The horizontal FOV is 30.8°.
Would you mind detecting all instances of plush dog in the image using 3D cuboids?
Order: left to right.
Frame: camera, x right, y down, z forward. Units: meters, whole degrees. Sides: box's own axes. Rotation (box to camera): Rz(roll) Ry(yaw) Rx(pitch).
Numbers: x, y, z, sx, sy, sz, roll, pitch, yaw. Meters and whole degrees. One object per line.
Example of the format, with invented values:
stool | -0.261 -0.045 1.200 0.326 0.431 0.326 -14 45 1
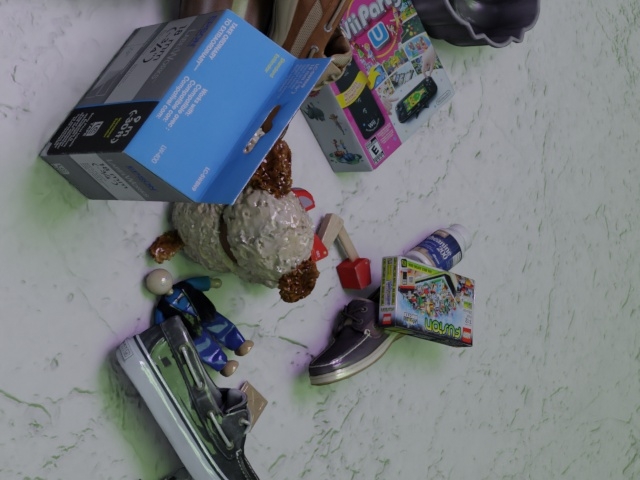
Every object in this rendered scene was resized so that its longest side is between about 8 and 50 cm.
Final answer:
plush dog | -0.100 -0.023 1.600 0.210 0.225 0.263 -28 110 -35

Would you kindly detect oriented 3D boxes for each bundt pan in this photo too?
bundt pan | 0.225 -0.466 1.894 0.330 0.124 0.331 7 81 -46

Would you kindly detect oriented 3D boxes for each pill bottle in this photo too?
pill bottle | 0.200 0.021 1.951 0.120 0.067 0.067 -35 113 -33

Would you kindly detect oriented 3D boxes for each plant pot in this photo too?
plant pot | -0.122 -0.366 1.616 0.167 0.167 0.165 10 92 -39

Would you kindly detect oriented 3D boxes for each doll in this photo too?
doll | -0.178 0.107 1.658 0.189 0.046 0.129 46 69 -24

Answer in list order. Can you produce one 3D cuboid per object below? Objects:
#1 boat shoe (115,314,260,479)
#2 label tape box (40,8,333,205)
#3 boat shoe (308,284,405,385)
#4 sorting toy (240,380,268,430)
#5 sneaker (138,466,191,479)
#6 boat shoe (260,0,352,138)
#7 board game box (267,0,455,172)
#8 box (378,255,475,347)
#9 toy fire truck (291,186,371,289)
boat shoe | -0.151 0.253 1.620 0.119 0.121 0.335 -32 114 -2
label tape box | -0.177 -0.169 1.460 0.106 0.333 0.241 46 64 -31
boat shoe | 0.072 0.132 1.835 0.285 0.102 0.092 -33 105 -39
sorting toy | -0.117 0.259 1.738 0.062 0.012 0.083 52 58 -34
sneaker | -0.229 0.349 1.634 0.069 0.038 0.098 48 63 -31
boat shoe | -0.018 -0.263 1.619 0.119 0.324 0.123 21 45 2
board game box | 0.054 -0.291 1.799 0.224 0.097 0.303 -44 117 -29
box | 0.172 0.100 1.850 0.207 0.036 0.114 17 71 -46
toy fire truck | 0.000 0.000 1.799 0.135 0.047 0.192 -26 107 -36
